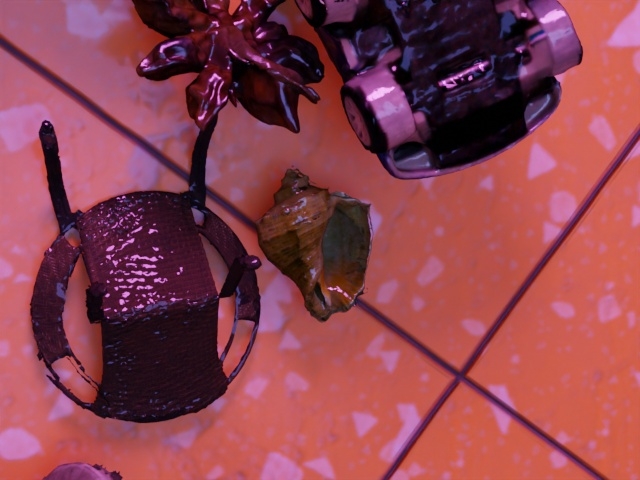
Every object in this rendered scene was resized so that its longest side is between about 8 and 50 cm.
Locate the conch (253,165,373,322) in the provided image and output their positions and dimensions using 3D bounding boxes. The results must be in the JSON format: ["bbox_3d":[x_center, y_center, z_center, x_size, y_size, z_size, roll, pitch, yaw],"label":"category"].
[{"bbox_3d":[0.000,0.000,1.305,0.089,0.074,0.121,-19,101,0],"label":"conch"}]

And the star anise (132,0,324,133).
[{"bbox_3d":[-0.068,-0.139,1.241,0.168,0.168,0.057,13,136,-18],"label":"star anise"}]

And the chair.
[{"bbox_3d":[-0.123,0.027,1.273,0.174,0.149,0.213,-10,144,-15],"label":"chair"}]

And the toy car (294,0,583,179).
[{"bbox_3d":[0.066,-0.170,1.246,0.172,0.158,0.235,-23,108,-9],"label":"toy car"}]

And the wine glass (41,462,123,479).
[{"bbox_3d":[-0.312,0.188,1.160,0.357,0.190,0.190,24,94,-37],"label":"wine glass"}]
